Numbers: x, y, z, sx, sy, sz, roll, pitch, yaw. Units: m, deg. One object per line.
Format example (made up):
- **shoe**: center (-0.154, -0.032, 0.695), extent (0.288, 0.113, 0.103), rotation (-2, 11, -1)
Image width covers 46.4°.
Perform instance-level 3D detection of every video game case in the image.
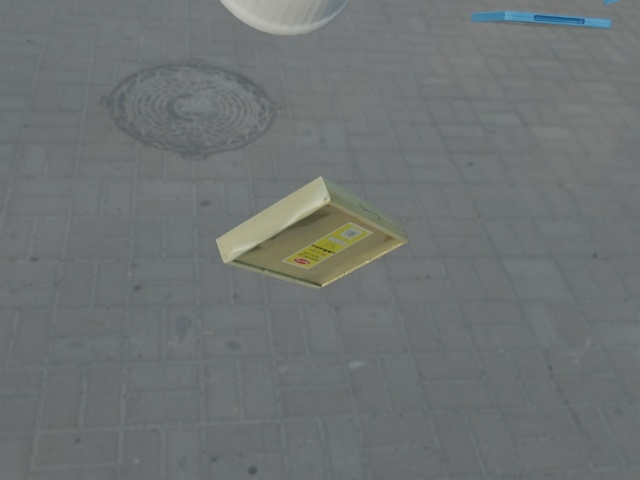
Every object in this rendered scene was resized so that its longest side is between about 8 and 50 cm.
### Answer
- **video game case**: center (0.324, -0.326, 1.107), extent (0.167, 0.015, 0.119), rotation (1, 15, -13)

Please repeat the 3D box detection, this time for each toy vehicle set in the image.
- **toy vehicle set**: center (0.000, 0.000, 1.028), extent (0.267, 0.166, 0.035), rotation (23, 42, -61)

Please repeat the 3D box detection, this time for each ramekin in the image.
- **ramekin**: center (-0.052, -0.503, 1.261), extent (0.277, 0.135, 0.277), rotation (3, 80, -16)

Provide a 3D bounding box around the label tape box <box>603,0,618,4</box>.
- **label tape box**: center (0.549, -0.590, 1.225), extent (0.106, 0.333, 0.241), rotation (2, -1, -39)
